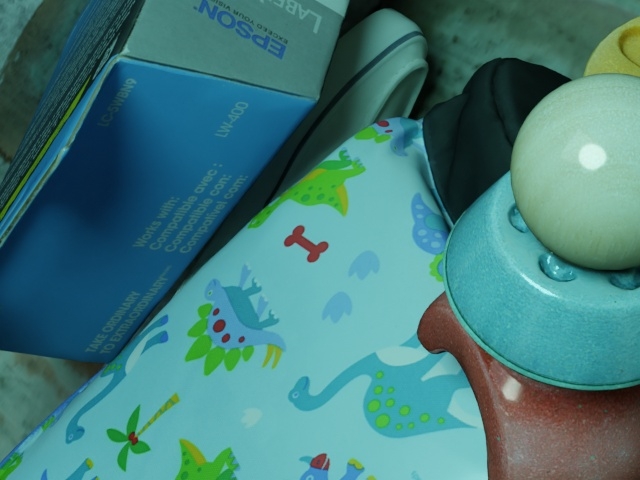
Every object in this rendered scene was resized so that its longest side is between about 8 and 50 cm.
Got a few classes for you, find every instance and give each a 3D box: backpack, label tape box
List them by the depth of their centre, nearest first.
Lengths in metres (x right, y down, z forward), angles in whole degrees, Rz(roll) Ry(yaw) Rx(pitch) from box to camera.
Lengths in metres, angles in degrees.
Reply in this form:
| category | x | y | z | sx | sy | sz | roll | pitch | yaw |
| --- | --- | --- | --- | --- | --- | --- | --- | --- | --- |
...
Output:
| category | x | y | z | sx | sy | sz | roll | pitch | yaw |
| --- | --- | --- | --- | --- | --- | --- | --- | --- | --- |
| backpack | 0.018 | 0.122 | 0.818 | 0.355 | 0.273 | 0.290 | -50 | 46 | 25 |
| label tape box | -0.090 | -0.057 | 0.988 | 0.240 | 0.106 | 0.333 | -49 | 17 | 41 |

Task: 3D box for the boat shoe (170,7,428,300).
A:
| category | x | y | z | sx | sy | sz | roll | pitch | yaw |
| --- | --- | --- | --- | --- | --- | --- | --- | --- | --- |
| boat shoe | 0.000 | 0.000 | 1.019 | 0.084 | 0.095 | 0.258 | 30 | 90 | 21 |

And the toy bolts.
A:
| category | x | y | z | sx | sy | sz | roll | pitch | yaw |
| --- | --- | --- | --- | --- | --- | --- | --- | --- | --- |
| toy bolts | 0.138 | -0.028 | 0.641 | 0.229 | 0.158 | 0.218 | -18 | 56 | -19 |
